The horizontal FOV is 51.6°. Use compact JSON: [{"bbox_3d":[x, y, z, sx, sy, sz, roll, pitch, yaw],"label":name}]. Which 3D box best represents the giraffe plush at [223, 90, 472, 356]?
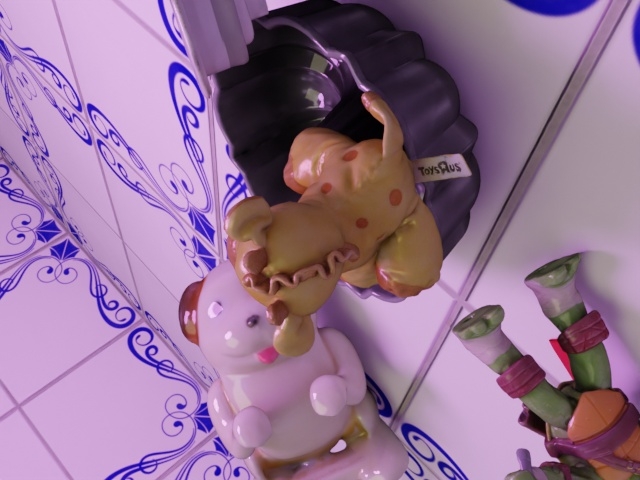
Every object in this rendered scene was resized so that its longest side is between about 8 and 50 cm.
[{"bbox_3d":[0.000,0.000,0.542,0.181,0.170,0.210,54,154,-1],"label":"giraffe plush"}]

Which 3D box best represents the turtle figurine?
[{"bbox_3d":[0.252,0.158,0.584,0.198,0.275,0.266,-36,86,30],"label":"turtle figurine"}]

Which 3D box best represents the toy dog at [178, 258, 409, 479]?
[{"bbox_3d":[-0.057,0.206,1.120,0.395,0.285,0.407,-98,-13,-60],"label":"toy dog"}]

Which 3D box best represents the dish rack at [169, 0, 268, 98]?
[{"bbox_3d":[-0.125,-0.304,0.521,0.285,0.072,0.332,-117,8,-56],"label":"dish rack"}]

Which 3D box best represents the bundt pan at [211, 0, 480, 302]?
[{"bbox_3d":[0.033,-0.103,0.697,0.331,0.124,0.330,39,151,26],"label":"bundt pan"}]

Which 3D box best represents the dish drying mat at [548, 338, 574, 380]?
[{"bbox_3d":[0.280,0.142,0.719,0.083,0.008,0.032,56,155,-6],"label":"dish drying mat"}]
